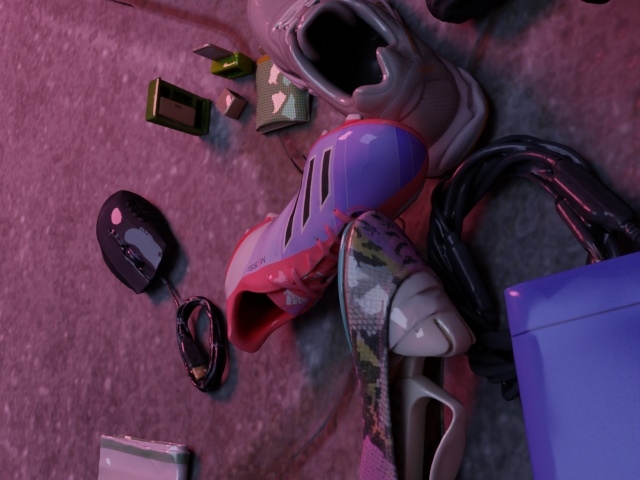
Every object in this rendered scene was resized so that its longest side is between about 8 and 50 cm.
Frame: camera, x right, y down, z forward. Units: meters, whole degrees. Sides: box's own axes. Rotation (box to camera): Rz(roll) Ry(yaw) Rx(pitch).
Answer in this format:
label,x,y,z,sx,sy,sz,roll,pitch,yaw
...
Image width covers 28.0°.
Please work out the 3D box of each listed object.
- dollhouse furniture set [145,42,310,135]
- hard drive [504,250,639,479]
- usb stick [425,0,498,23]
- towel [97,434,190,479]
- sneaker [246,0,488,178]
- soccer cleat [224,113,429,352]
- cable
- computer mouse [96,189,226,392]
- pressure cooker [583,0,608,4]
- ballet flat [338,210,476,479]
label,x,y,z,sx,sy,sz,roll,pitch,yaw
dollhouse furniture set,-0.076,-0.128,1.074,0.151,0.058,0.076,-10,70,44
hard drive,0.217,0.150,0.643,0.210,0.040,0.319,-17,64,23
usb stick,0.084,-0.282,0.968,0.077,0.045,0.278,-34,54,32
towel,-0.158,0.239,1.060,0.113,0.023,0.152,-2,76,47
sneaker,0.011,-0.151,0.936,0.099,0.121,0.262,-53,45,4
soccer cleat,0.000,0.000,0.898,0.248,0.083,0.095,-41,33,53
cable,0.129,0.014,0.827,0.184,0.047,0.151,49,119,46
computer mouse,-0.143,0.037,1.101,0.071,0.041,0.242,-54,46,17
pressure cooker,0.142,-0.339,0.689,0.420,0.370,0.375,-40,47,26
ballet flat,0.060,0.091,0.818,0.079,0.077,0.222,1,95,47
